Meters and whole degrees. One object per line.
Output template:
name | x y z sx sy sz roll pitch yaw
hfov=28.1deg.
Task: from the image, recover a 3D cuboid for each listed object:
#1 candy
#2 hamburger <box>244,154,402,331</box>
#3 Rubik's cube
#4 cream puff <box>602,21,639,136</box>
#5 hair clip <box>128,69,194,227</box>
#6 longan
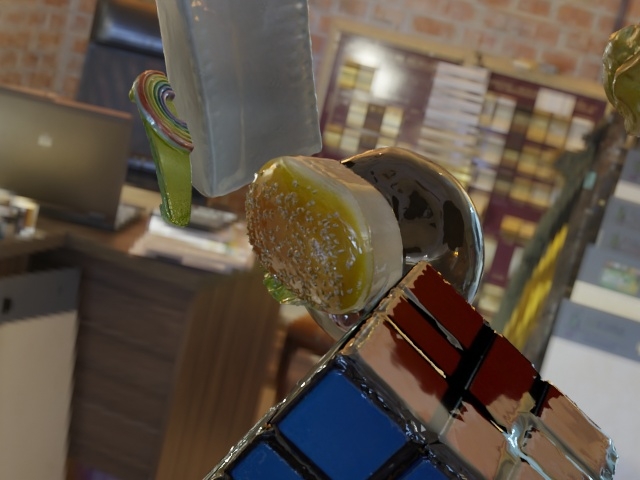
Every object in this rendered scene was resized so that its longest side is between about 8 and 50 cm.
candy | -0.127 -0.262 1.919 0.208 0.358 0.145 -23 36 -25
hamburger | 0.000 0.000 1.375 0.116 0.173 0.210 -22 38 -25
Rubik's cube | 0.071 0.233 1.182 0.283 0.288 0.293 44 27 5
cream puff | 0.524 -0.160 1.667 0.291 0.257 0.324 -5 1 6
hair clip | -0.163 -0.102 1.332 0.033 0.188 0.060 -30 -26 34
longan | 0.096 0.011 1.842 0.297 0.297 0.297 13 13 -3
